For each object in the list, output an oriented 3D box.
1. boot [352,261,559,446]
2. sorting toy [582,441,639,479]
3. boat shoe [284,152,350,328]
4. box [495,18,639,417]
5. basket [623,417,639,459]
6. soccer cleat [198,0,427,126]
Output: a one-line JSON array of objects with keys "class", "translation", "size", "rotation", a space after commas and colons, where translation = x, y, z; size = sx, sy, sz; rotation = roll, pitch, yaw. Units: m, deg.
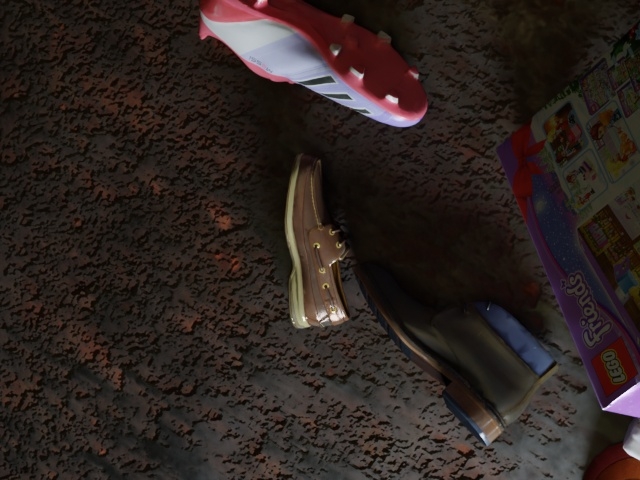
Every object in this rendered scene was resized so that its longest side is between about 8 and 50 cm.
[{"class": "boot", "translation": [0.130, 0.085, 1.693], "size": [0.106, 0.082, 0.219], "rotation": [-38, 76, -6]}, {"class": "sorting toy", "translation": [0.290, 0.380, 1.649], "size": [0.127, 0.126, 0.365], "rotation": [5, 100, 17]}, {"class": "boat shoe", "translation": [0.000, 0.000, 1.714], "size": [0.060, 0.064, 0.178], "rotation": [1, 106, 13]}, {"class": "box", "translation": [0.281, -0.022, 1.519], "size": [0.201, 0.057, 0.293], "rotation": [-42, 50, 33]}, {"class": "basket", "translation": [0.376, 0.180, 1.594], "size": [0.167, 0.113, 0.103], "rotation": [31, 104, 9]}, {"class": "soccer cleat", "translation": [-0.009, -0.177, 1.686], "size": [0.248, 0.083, 0.095], "rotation": [33, 137, 5]}]
